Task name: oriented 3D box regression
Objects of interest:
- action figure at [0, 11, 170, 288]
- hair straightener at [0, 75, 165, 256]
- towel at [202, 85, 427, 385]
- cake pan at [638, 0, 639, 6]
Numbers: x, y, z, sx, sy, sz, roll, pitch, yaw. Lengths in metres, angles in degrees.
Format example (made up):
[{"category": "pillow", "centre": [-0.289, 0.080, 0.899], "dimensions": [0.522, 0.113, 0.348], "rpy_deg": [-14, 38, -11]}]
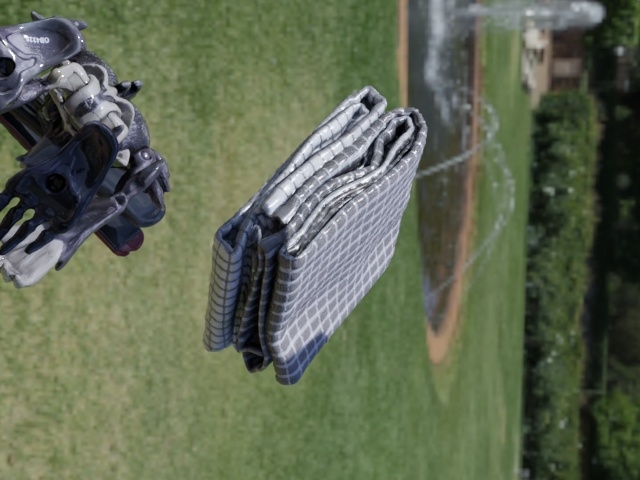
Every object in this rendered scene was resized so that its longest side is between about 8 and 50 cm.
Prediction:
[{"category": "action figure", "centre": [-0.176, -0.066, 0.711], "dimensions": [0.164, 0.141, 0.275], "rpy_deg": [62, -1, -6]}, {"category": "hair straightener", "centre": [-0.205, -0.097, 0.892], "dimensions": [0.089, 0.230, 0.047], "rpy_deg": [-43, 176, 39]}, {"category": "towel", "centre": [0.000, 0.000, 1.243], "dimensions": [0.283, 0.121, 0.235], "rpy_deg": [-48, 163, -35]}, {"category": "cake pan", "centre": [0.279, -0.223, 0.758], "dimensions": [0.293, 0.054, 0.293], "rpy_deg": [3, 86, -54]}]
